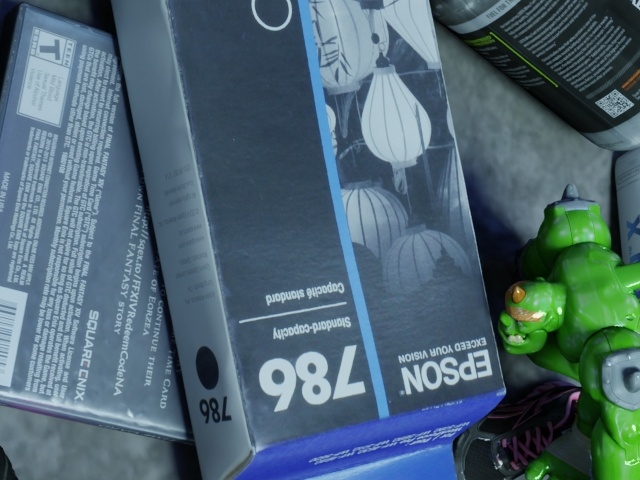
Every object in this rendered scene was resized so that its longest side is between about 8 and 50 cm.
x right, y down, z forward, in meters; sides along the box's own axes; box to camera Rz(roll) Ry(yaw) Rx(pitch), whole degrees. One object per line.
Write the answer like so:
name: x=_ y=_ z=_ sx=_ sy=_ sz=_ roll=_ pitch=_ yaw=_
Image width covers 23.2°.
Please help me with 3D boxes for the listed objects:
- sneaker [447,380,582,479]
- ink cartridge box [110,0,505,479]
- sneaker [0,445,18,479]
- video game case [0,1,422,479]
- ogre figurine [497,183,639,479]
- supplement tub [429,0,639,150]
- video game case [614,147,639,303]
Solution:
sneaker: x=0.123 y=0.112 z=0.893 sx=0.119 sy=0.057 sz=0.047 roll=-25 pitch=98 yaw=-32
ink cartridge box: x=0.000 y=0.000 z=0.803 sx=0.165 sy=0.065 sz=0.332 roll=-10 pitch=88 yaw=-34
sneaker: x=-0.222 y=0.187 z=0.631 sx=0.146 sy=0.102 sz=0.293 roll=51 pitch=59 yaw=-16
video game case: x=-0.052 y=0.010 z=0.818 sx=0.274 sy=0.026 sz=0.196 roll=17 pitch=73 yaw=-30
ogre figurine: x=0.144 y=0.055 z=0.840 sx=0.097 sy=0.118 sz=0.197 roll=7 pitch=47 yaw=9
supplement tub: x=0.139 y=-0.147 z=0.913 sx=0.190 sy=0.117 sz=0.117 roll=34 pitch=65 yaw=-24
video game case: x=0.331 y=0.113 z=1.008 sx=0.329 sy=0.036 sz=0.300 roll=14 pitch=63 yaw=-30
